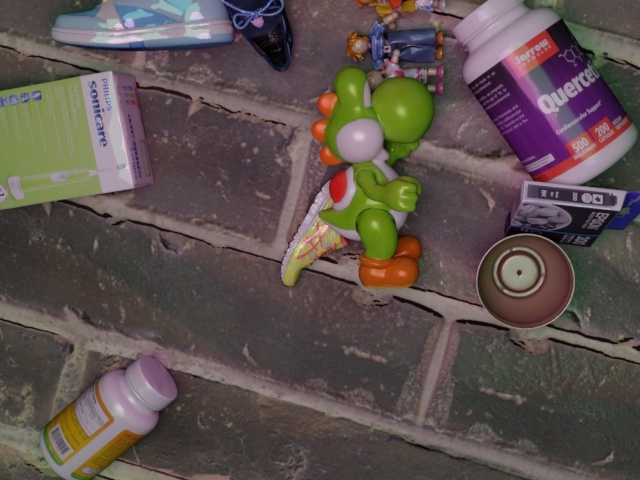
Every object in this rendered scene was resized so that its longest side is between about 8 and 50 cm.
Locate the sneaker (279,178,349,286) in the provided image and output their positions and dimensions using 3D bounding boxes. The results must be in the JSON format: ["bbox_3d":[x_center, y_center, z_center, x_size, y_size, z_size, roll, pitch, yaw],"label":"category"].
[{"bbox_3d":[0.000,0.000,1.530,0.094,0.081,0.209,30,100,0],"label":"sneaker"}]

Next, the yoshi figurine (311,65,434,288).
[{"bbox_3d":[0.122,-0.116,1.423,0.203,0.203,0.363,11,119,49],"label":"yoshi figurine"}]

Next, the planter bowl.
[{"bbox_3d":[0.346,0.061,1.479,0.161,0.109,0.162,1,98,6],"label":"planter bowl"}]

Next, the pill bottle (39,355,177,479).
[{"bbox_3d":[-0.389,0.327,1.597,0.245,0.136,0.136,-40,91,10],"label":"pill bottle"}]

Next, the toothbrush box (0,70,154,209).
[{"bbox_3d":[-0.467,-0.176,1.544,0.283,0.122,0.206,-9,96,9],"label":"toothbrush box"}]

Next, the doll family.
[{"bbox_3d":[0.127,-0.360,1.462,0.163,0.118,0.263,1,116,1],"label":"doll family"}]

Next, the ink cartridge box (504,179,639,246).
[{"bbox_3d":[0.419,-0.039,1.408,0.208,0.206,0.045,5,75,6],"label":"ink cartridge box"}]

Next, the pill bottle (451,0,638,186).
[{"bbox_3d":[0.356,-0.246,1.398,0.181,0.181,0.323,-35,93,10],"label":"pill bottle"}]

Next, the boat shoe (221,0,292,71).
[{"bbox_3d":[-0.093,-0.372,1.402,0.109,0.258,0.089,-24,63,14],"label":"boat shoe"}]

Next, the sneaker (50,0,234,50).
[{"bbox_3d":[-0.311,-0.436,1.490,0.318,0.127,0.208,-3,100,-2],"label":"sneaker"}]
